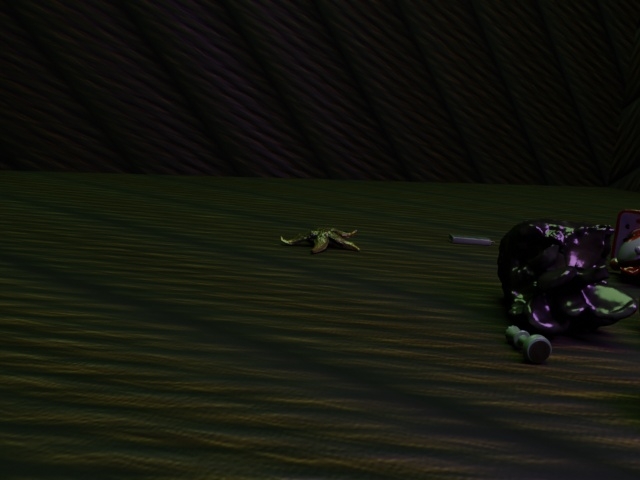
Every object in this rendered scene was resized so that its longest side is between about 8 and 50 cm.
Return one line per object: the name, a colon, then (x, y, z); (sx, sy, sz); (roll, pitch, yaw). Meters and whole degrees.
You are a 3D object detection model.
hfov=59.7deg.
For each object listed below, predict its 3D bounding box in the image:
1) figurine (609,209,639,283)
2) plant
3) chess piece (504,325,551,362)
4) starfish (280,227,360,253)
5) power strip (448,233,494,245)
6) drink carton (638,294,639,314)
figurine: (0.794, 0.038, 1.343); (0.183, 0.160, 0.226); (11, 24, 31)
plant: (0.427, 0.055, 1.004); (0.198, 0.189, 0.276); (4, 12, 4)
chess piece: (0.318, 0.156, 0.867); (0.042, 0.042, 0.093); (3, 8, -7)
starfish: (0.000, 0.000, 1.457); (0.208, 0.053, 0.176); (0, 22, 8)
power strip: (0.447, -0.002, 1.648); (0.136, 0.019, 0.051); (4, 11, 1)
drink carton: (0.630, 0.113, 0.944); (0.145, 0.144, 0.142); (4, 7, 0)
